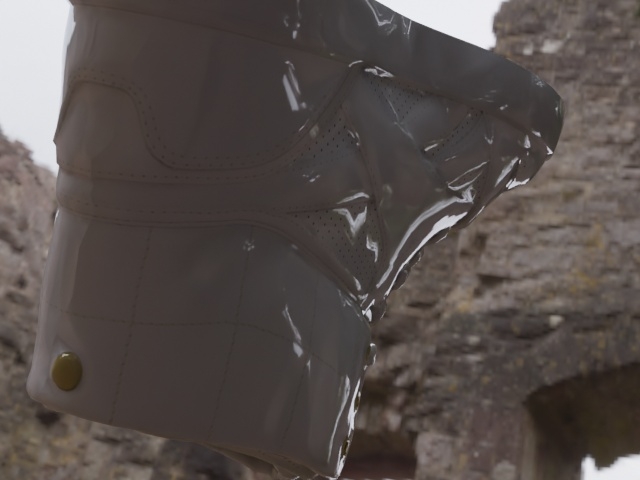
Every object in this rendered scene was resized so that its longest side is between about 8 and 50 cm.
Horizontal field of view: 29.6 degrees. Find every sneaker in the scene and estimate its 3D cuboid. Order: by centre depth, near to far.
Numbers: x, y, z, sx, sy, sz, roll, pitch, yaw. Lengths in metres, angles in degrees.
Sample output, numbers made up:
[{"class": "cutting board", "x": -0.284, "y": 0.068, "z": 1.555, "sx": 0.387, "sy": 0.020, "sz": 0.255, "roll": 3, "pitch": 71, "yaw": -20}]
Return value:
[{"class": "sneaker", "x": 0.000, "y": 0.000, "z": 0.452, "sx": 0.108, "sy": 0.169, "sz": 0.292, "roll": 12, "pitch": 4, "yaw": 31}]
